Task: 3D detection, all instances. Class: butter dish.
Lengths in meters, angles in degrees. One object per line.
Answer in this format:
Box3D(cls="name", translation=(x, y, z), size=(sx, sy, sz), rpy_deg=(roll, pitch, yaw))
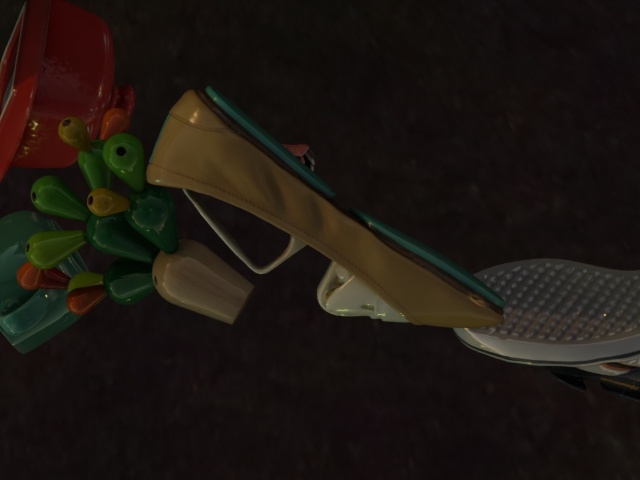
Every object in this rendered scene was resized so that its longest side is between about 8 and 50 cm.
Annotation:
Box3D(cls="butter dish", translation=(-0.224, -0.134, 1.646), size=(0.118, 0.160, 0.160), rpy_deg=(14, 148, -17))

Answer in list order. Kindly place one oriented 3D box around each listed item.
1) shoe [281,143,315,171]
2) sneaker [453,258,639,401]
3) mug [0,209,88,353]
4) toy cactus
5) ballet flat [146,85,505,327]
Box3D(cls="shoe", translation=(-0.059, -0.083, 1.914), size=(0.081, 0.178, 0.063), rpy_deg=(6, 90, 12))
Box3D(cls="sneaker", translation=(0.284, 0.096, 1.776), size=(0.321, 0.126, 0.127), rpy_deg=(-1, 135, 2))
Box3D(cls="mug", translation=(-0.284, 0.044, 1.840), size=(0.097, 0.158, 0.129), rpy_deg=(-33, 145, -1))
Box3D(cls="toy cactus", translation=(-0.133, 0.000, 1.378), size=(0.180, 0.112, 0.219), rpy_deg=(30, 134, 2))
Box3D(cls="ballet flat", translation=(0.000, 0.000, 1.083), size=(0.232, 0.080, 0.073), rpy_deg=(35, 94, -7))
